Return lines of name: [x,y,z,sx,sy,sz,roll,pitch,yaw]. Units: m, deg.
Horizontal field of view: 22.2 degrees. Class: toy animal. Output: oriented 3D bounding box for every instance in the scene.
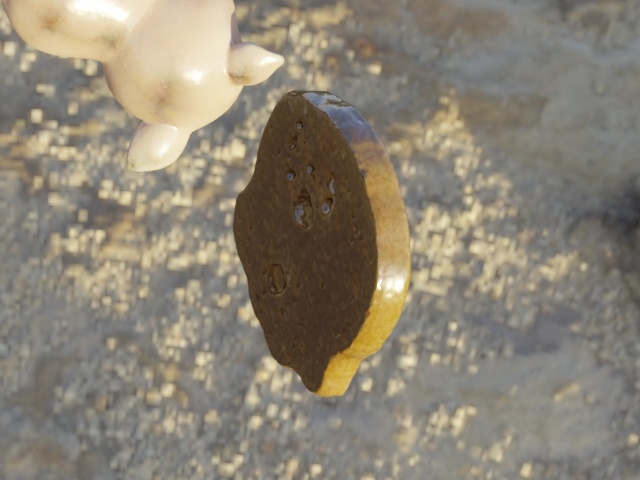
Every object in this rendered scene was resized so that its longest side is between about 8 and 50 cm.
toy animal: [-0.097,-0.103,0.802,0.150,0.083,0.089,32,50,-5]

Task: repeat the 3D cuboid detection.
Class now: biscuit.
biscuit: [0.002,0.000,1.504,0.049,0.257,0.273,1,44,-27]
